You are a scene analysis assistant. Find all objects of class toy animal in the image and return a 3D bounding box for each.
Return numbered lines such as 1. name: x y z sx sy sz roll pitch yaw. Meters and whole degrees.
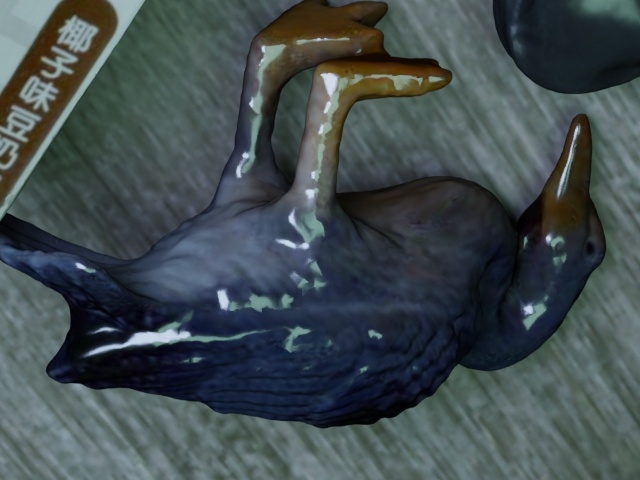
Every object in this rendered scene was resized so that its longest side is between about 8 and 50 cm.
1. toy animal: 0.000 0.000 0.862 0.298 0.122 0.185 -20 122 -30

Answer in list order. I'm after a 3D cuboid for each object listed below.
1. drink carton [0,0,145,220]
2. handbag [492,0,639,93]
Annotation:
1. drink carton: -0.129 -0.181 0.744 0.194 0.132 0.324 30 110 -19
2. handbag: 0.216 -0.180 0.862 0.332 0.075 0.191 -11 114 -7
